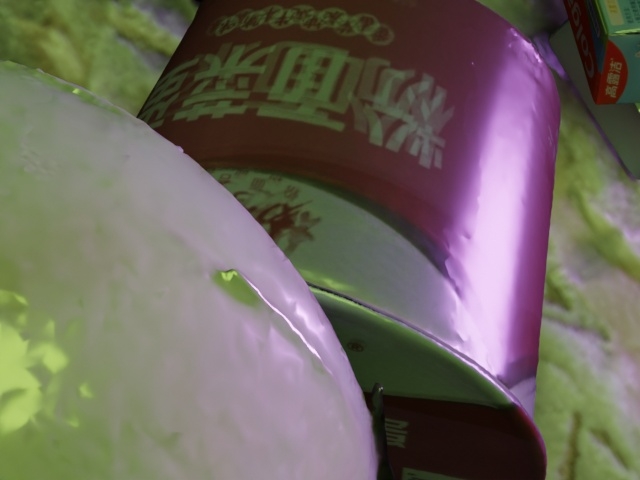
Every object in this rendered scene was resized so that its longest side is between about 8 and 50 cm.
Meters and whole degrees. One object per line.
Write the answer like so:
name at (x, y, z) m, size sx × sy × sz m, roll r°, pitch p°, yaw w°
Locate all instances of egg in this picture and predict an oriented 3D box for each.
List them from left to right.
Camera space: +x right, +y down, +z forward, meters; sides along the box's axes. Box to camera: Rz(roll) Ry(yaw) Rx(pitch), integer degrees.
egg at (-0.153, 0.103, 0.558) m, size 0.337 × 0.337 × 0.201 m, roll 34°, pitch 34°, yaw -5°

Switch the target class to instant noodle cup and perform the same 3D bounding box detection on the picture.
instant noodle cup at (0.000, 0.000, 0.708) m, size 0.234 × 0.235 × 0.179 m, roll 21°, pitch 62°, yaw -9°

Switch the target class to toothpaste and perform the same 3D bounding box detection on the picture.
toothpaste at (0.142, -0.149, 0.823) m, size 0.044 × 0.070 × 0.193 m, roll -5°, pitch 51°, yaw -3°

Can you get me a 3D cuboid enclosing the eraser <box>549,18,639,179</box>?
eraser at (0.242, -0.125, 0.887) m, size 0.225 × 0.052 × 0.096 m, roll -29°, pitch 82°, yaw -19°
